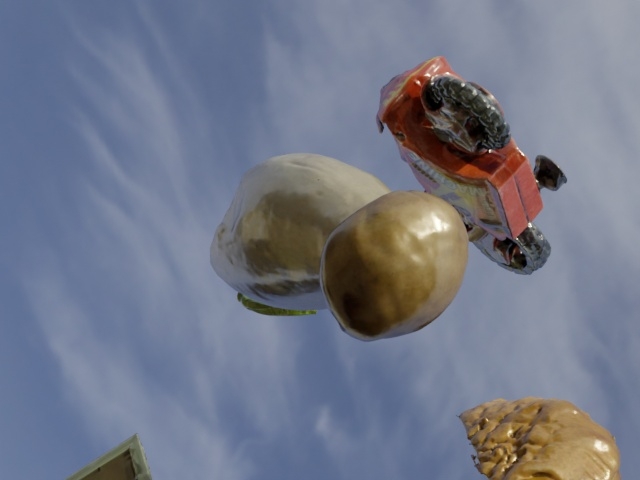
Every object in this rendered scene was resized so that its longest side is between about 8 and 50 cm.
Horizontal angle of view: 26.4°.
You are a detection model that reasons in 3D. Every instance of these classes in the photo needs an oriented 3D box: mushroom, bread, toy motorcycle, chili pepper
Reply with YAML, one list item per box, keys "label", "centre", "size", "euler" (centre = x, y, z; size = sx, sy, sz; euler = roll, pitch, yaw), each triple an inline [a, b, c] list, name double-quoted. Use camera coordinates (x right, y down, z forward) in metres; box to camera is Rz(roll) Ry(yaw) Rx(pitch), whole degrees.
- label: "mushroom"
  centre: [0.000, 0.000, 1.036]
  size: [0.350, 0.128, 0.128]
  euler: [-162, -119, -69]
- label: "bread"
  centre: [0.226, 0.236, 1.346]
  size: [0.139, 0.229, 0.143]
  euler: [-17, -67, -1]
- label: "toy motorcycle"
  centre: [0.137, -0.075, 1.288]
  size: [0.171, 0.089, 0.298]
  euler: [29, -19, 31]
- label: "chili pepper"
  centre: [-0.042, 0.055, 1.208]
  size: [0.083, 0.030, 0.017]
  euler: [12, -63, 34]

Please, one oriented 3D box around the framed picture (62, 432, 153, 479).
- label: "framed picture"
  centre: [-0.292, 0.358, 1.515]
  size: [0.273, 0.216, 0.016]
  euler: [-32, -51, 3]
